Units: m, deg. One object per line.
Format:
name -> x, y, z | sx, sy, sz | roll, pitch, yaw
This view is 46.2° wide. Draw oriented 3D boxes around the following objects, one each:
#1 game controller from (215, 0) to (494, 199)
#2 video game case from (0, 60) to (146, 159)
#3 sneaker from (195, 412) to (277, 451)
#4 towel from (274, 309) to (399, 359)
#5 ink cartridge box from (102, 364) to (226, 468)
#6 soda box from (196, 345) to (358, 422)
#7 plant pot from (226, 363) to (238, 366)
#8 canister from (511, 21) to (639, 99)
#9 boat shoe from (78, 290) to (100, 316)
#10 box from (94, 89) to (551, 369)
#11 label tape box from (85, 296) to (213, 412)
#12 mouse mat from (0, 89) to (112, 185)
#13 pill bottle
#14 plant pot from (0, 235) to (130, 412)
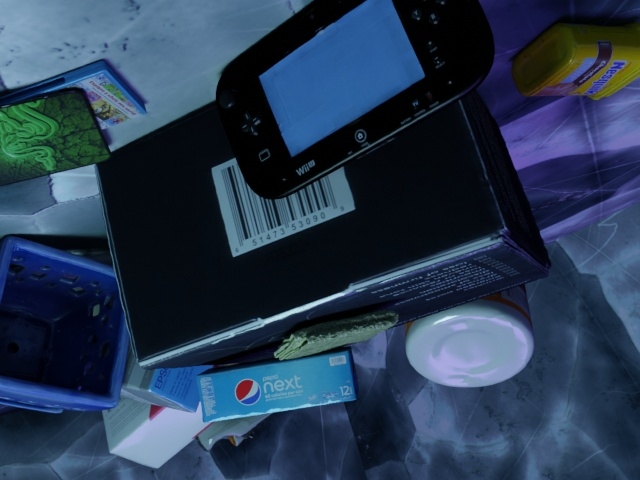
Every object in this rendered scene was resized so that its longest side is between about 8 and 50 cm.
game controller -> 0.023, -0.168, 0.777 | 0.319, 0.166, 0.067 | -27, 162, 33
video game case -> -0.289, -0.139, 0.821 | 0.166, 0.015, 0.119 | -18, 165, 4
sneaker -> -0.163, 0.399, 1.698 | 0.272, 0.107, 0.100 | -13, 164, -25
towel -> 0.019, 0.120, 0.964 | 0.148, 0.027, 0.110 | -9, 164, -24
ink cartridge box -> -0.312, 0.243, 1.452 | 0.226, 0.306, 0.131 | -41, 132, 12
soda box -> -0.057, 0.196, 1.026 | 0.210, 0.067, 0.071 | -9, 178, 6
plant pot -> -0.206, 0.208, 1.713 | 0.323, 0.280, 0.323 | -18, 167, -4
canister -> 0.373, -0.255, 1.069 | 0.170, 0.073, 0.126 | -7, 162, -31
boat shoe -> -0.474, 0.134, 1.543 | 0.228, 0.068, 0.081 | -14, 135, -18
box -> 0.034, -0.023, 1.077 | 0.480, 0.297, 0.472 | -21, 164, 18
label tape box -> -0.318, 0.151, 1.335 | 0.348, 0.249, 0.115 | -1, 152, 42
mouse mat -> -0.324, -0.110, 0.845 | 0.153, 0.007, 0.189 | -15, 165, -9
pill bottle -> 0.269, 0.061, 1.433 | 0.224, 0.392, 0.224 | 2, 134, 2
plant pot -> -0.462, 0.155, 1.211 | 0.236, 0.235, 0.212 | 24, 147, -38
